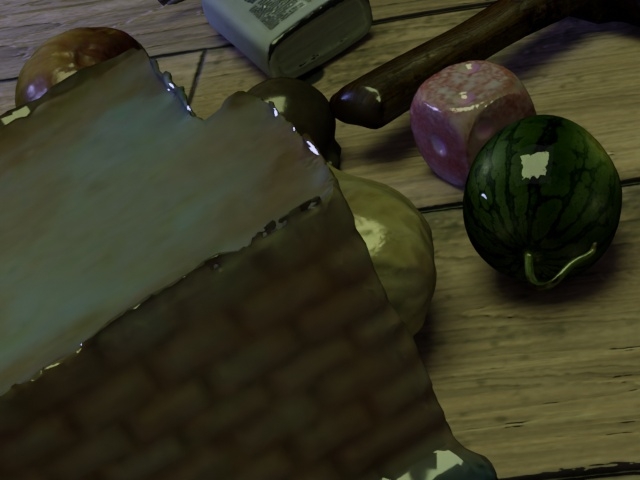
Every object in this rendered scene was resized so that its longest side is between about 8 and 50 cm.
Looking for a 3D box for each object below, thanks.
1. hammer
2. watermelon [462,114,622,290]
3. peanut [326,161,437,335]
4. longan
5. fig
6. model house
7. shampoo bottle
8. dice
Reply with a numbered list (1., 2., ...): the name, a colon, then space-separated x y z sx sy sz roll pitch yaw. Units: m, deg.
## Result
1. hammer: 0.181 -0.221 1.972 0.409 0.095 0.242 -31 36 -30
2. watermelon: 0.188 -0.023 1.652 0.141 0.140 0.187 -3 38 18
3. peanut: 0.000 0.000 1.696 0.152 0.152 0.313 -31 31 -23
4. longan: -0.028 -0.109 1.921 0.119 0.106 0.106 34 45 1
5. fig: -0.280 -0.147 2.030 0.231 0.143 0.160 2 45 24
6. model house: -0.125 0.142 1.349 0.395 0.400 0.445 -34 27 -5
7. shampoo bottle: -0.076 -0.265 2.197 0.153 0.071 0.284 -34 35 -22
8. dice: 0.147 -0.112 1.846 0.091 0.093 0.094 -32 37 -24
